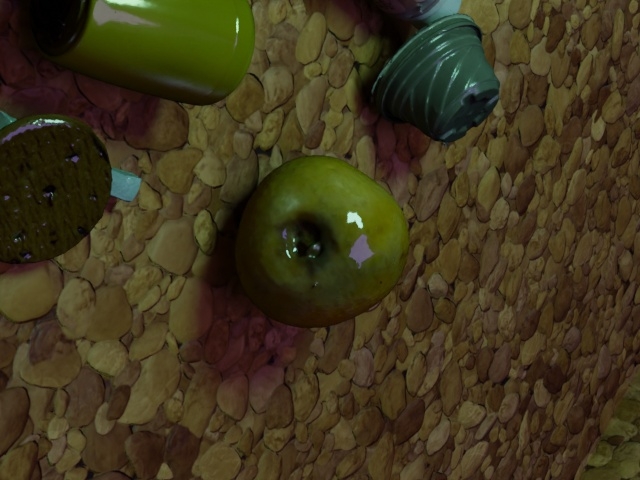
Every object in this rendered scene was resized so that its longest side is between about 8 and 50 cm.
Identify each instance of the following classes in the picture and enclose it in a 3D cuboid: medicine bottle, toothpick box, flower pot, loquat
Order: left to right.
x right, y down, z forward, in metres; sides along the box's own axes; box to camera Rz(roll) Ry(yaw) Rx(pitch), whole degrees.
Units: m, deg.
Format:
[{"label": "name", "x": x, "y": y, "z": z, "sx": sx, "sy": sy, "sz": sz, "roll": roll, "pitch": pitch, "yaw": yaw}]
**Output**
[{"label": "toothpick box", "x": -0.233, "y": -0.276, "z": 1.425, "sx": 0.271, "sy": 0.175, "sz": 0.175, "roll": 5, "pitch": 98, "yaw": -47}, {"label": "loquat", "x": 0.000, "y": 0.000, "z": 1.728, "sx": 0.275, "sy": 0.275, "sz": 0.275, "roll": -18, "pitch": 115, "yaw": -45}, {"label": "medicine bottle", "x": 0.133, "y": -0.444, "z": 1.820, "sx": 0.247, "sy": 0.147, "sz": 0.147, "roll": 32, "pitch": 77, "yaw": -50}, {"label": "flower pot", "x": 0.214, "y": -0.259, "z": 1.899, "sx": 0.235, "sy": 0.140, "sz": 0.235, "roll": -31, "pitch": 157, "yaw": -15}]

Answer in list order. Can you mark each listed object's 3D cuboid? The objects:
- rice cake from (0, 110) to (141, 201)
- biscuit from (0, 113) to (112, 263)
[{"label": "rice cake", "x": -0.335, "y": -0.106, "z": 1.457, "sx": 0.245, "sy": 0.042, "sz": 0.045, "roll": 27, "pitch": 93, "yaw": -50}, {"label": "biscuit", "x": -0.360, "y": -0.065, "z": 1.403, "sx": 0.212, "sy": 0.036, "sz": 0.212, "roll": -23, "pitch": 132, "yaw": -28}]
